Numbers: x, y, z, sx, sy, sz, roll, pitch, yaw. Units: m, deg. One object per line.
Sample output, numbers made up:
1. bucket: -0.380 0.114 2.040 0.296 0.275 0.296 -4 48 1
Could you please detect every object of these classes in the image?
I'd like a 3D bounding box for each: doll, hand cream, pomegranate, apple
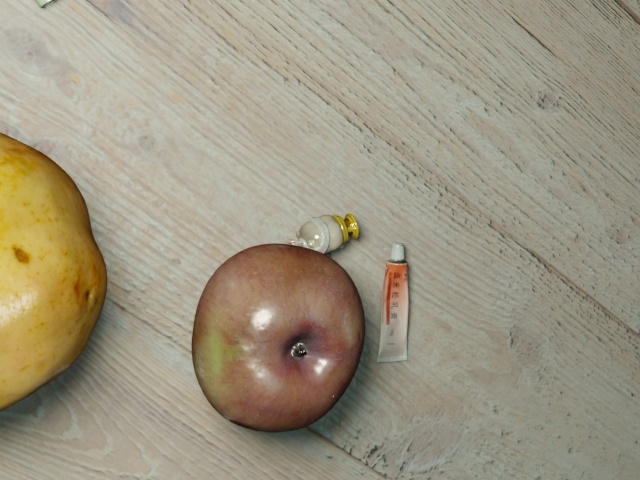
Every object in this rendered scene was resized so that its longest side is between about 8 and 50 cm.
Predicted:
1. doll: 0.000 0.000 1.624 0.127 0.073 0.084 -17 131 -21
2. hand cream: 0.131 0.112 1.700 0.052 0.038 0.216 2 97 6
3. pomegranate: -0.488 0.049 1.287 0.411 0.411 0.412 -1 94 -21
4. apple: -0.065 0.152 1.517 0.305 0.235 0.306 -1 93 -19

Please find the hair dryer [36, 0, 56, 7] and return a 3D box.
1. hair dryer: -0.395 -0.413 1.465 0.124 0.038 0.063 -37 107 -22
